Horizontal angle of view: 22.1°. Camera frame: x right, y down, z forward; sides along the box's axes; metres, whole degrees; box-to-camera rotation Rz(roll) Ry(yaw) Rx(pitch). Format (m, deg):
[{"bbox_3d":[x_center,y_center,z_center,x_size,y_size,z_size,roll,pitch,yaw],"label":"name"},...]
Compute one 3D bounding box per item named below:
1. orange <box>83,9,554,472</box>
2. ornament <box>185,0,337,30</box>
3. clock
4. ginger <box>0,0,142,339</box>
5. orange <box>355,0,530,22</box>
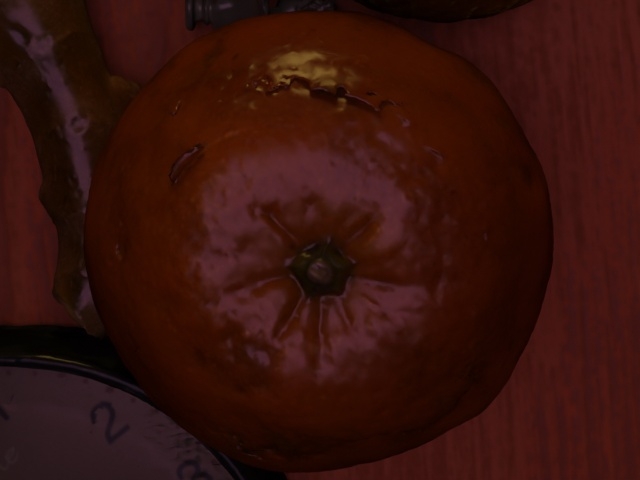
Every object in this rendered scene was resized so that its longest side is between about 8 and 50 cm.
[{"bbox_3d":[0.000,0.000,0.990,0.284,0.226,0.284,0,104,2],"label":"orange"},{"bbox_3d":[-0.043,-0.146,1.063,0.092,0.041,0.068,27,119,-11],"label":"ornament"},{"bbox_3d":[-0.196,0.249,1.114,0.386,0.076,0.386,0,99,2],"label":"clock"},{"bbox_3d":[-0.170,-0.082,1.067,0.118,0.065,0.299,-13,98,-8],"label":"ginger"},{"bbox_3d":[0.038,-0.290,0.983,0.334,0.196,0.262,37,85,4],"label":"orange"}]
